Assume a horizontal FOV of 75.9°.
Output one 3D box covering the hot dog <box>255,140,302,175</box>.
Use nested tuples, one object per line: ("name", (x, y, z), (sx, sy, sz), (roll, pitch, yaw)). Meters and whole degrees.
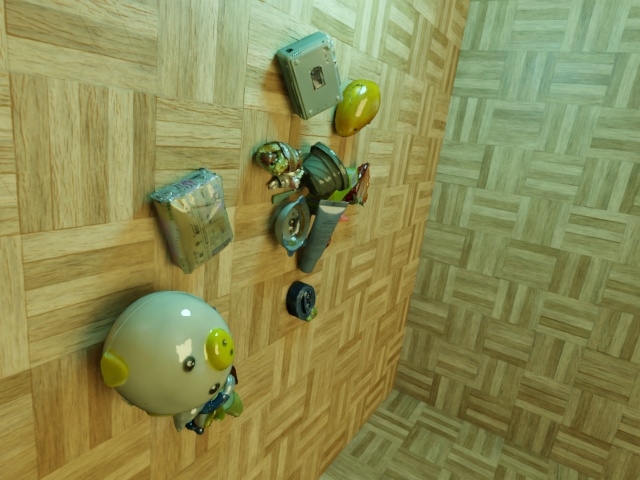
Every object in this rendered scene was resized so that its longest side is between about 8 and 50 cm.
("hot dog", (-0.138, -0.303, 1.486), (0.213, 0.146, 0.103), (-35, 160, -54))

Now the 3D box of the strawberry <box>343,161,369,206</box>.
("strawberry", (0.178, -0.292, 2.077), (0.174, 0.098, 0.227), (0, 101, -61))

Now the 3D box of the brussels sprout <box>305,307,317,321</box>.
("brussels sprout", (-0.052, 0.378, 2.074), (0.083, 0.046, 0.050), (-42, 142, -29))

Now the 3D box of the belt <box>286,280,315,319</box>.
("belt", (-0.088, 0.284, 1.918), (0.141, 0.082, 0.190), (-34, 131, -42))

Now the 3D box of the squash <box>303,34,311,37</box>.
("squash", (-0.013, -0.679, 1.566), (0.095, 0.095, 0.187), (-45, 144, -41))

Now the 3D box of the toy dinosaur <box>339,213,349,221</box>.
("toy dinosaur", (0.073, -0.092, 1.997), (0.286, 0.070, 0.138), (39, 59, -59))

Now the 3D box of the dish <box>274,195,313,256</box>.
("dish", (-0.125, -0.059, 1.681), (0.236, 0.086, 0.228), (-66, 151, -15))

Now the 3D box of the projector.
("projector", (-0.027, -0.592, 1.493), (0.192, 0.099, 0.256), (-31, 137, -11))

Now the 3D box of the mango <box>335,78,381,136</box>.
("mango", (0.160, -0.598, 1.844), (0.290, 0.160, 0.191), (-59, 155, -7))

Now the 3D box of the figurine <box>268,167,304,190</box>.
("figurine", (-0.126, -0.237, 1.578), (0.146, 0.098, 0.081), (-58, 160, -28))

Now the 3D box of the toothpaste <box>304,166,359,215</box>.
("toothpaste", (0.052, -0.229, 1.875), (0.327, 0.110, 0.077), (-48, 144, -38))

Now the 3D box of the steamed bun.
("steamed bun", (-0.412, 0.314, 1.149), (0.333, 0.334, 0.373), (-55, 140, -30))

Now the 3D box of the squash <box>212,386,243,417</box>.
("squash", (-0.361, 0.672, 1.660), (0.094, 0.094, 0.224), (-56, 154, -29))

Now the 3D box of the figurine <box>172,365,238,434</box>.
("figurine", (-0.422, 0.552, 1.449), (0.283, 0.205, 0.338), (-43, 151, -53))

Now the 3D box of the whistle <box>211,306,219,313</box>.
("whistle", (-0.387, 0.248, 1.444), (0.033, 0.029, 0.083), (-37, 144, 9))

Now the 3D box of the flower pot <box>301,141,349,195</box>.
("flower pot", (0.000, -0.275, 1.689), (0.141, 0.235, 0.235), (-37, 139, -15))

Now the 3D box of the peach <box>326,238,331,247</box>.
("peach", (0.001, 0.001, 1.922), (0.101, 0.101, 0.100), (-34, 132, -49))

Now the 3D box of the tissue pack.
("tissue pack", (-0.367, -0.059, 1.230), (0.215, 0.123, 0.256), (-42, 137, -41))

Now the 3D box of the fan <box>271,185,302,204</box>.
("fan", (-0.134, -0.189, 1.672), (0.193, 0.016, 0.038), (-32, 133, -49))

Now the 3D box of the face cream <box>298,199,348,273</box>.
("face cream", (-0.005, -0.015, 1.789), (0.136, 0.086, 0.385), (3, 129, -29))
